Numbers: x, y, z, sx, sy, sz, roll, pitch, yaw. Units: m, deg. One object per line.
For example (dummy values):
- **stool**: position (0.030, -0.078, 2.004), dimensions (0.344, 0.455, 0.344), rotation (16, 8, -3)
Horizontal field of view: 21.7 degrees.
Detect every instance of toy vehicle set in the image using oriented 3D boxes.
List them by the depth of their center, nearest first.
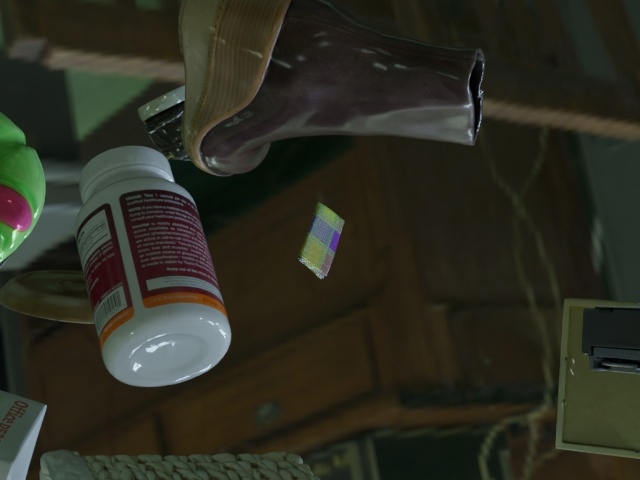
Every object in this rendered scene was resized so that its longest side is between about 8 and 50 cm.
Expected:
- **toy vehicle set**: position (0.386, 0.152, 1.775), dimensions (0.267, 0.166, 0.035), rotation (4, -179, 24)

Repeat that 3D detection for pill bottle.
- **pill bottle**: position (-0.116, 0.014, 1.115), dimensions (0.086, 0.152, 0.086), rotation (-12, 146, -8)

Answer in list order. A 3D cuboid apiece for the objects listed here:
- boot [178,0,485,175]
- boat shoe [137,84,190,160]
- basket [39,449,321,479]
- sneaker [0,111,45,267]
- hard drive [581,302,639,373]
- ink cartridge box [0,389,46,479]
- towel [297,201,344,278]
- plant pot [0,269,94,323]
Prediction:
- **boot**: position (0.009, -0.089, 1.186), dimensions (0.207, 0.090, 0.248), rotation (15, 160, 7)
- **boat shoe**: position (-0.141, -0.115, 1.767), dimensions (0.081, 0.068, 0.228), rotation (-28, 179, 5)
- **basket**: position (-0.112, 0.388, 1.542), dimensions (0.266, 0.331, 0.328), rotation (1, -170, -19)
- **sneaker**: position (-0.414, 0.071, 1.207), dimensions (0.483, 0.185, 0.202), rotation (-26, 169, -15)
- **hard drive**: position (0.420, 0.088, 1.388), dimensions (0.339, 0.064, 0.237), rotation (3, 178, -27)
- **ink cartridge box**: position (-0.465, 0.254, 1.811), dimensions (0.270, 0.197, 0.198), rotation (18, -167, -3)
- **towel**: position (0.000, 0.000, 2.102), dimensions (0.009, 0.083, 0.060), rotation (3, 156, 40)
- **plant pot**: position (-0.336, 0.076, 2.355), dimensions (0.236, 0.032, 0.236), rotation (6, -170, -1)
